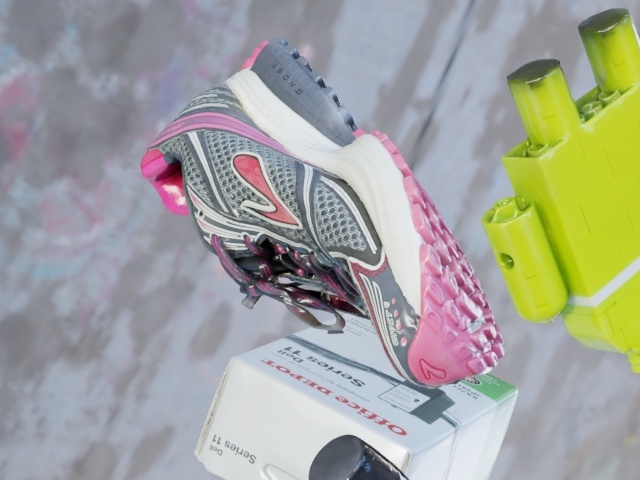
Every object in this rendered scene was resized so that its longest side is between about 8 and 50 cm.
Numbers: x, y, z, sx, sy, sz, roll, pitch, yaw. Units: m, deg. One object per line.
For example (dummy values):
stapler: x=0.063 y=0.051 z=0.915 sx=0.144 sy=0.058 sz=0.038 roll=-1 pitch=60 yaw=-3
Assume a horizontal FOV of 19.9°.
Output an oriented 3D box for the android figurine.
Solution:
android figurine: x=0.229 y=-0.029 z=1.391 sx=0.248 sy=0.056 sz=0.273 roll=-38 pitch=117 yaw=-30

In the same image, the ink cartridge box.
ink cartridge box: x=0.030 y=0.132 z=1.316 sx=0.208 sy=0.153 sz=0.087 roll=-18 pitch=130 yaw=-63

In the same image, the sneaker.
sneaker: x=0.000 y=0.000 z=0.984 sx=0.112 sy=0.299 sz=0.121 roll=-35 pitch=124 yaw=-5

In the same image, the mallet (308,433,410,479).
mallet: x=0.050 y=0.144 z=0.863 sx=0.039 sy=0.189 sz=0.062 roll=-48 pitch=113 yaw=-4
